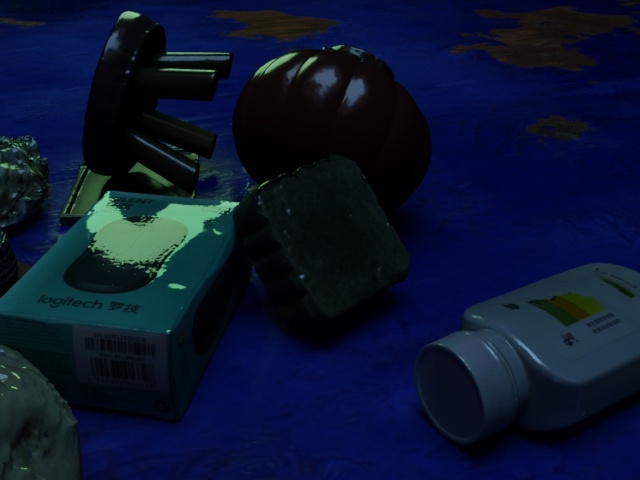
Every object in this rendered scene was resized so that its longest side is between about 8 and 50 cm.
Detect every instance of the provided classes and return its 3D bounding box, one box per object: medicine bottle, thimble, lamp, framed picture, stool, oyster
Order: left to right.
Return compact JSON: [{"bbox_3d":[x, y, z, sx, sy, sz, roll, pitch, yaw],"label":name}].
[{"bbox_3d":[-0.444,0.031,1.004,0.095,0.066,0.104,17,31,32],"label":"thimble"},{"bbox_3d":[-0.512,-0.085,1.173,0.199,0.112,0.267,-7,32,-15],"label":"oyster"},{"bbox_3d":[-0.309,-0.099,1.303,0.209,0.019,0.281,-1,28,-5],"label":"framed picture"},{"bbox_3d":[-0.259,-0.217,1.259,0.179,0.272,0.272,15,28,-3],"label":"stool"},{"bbox_3d":[0.016,-0.153,1.162,0.303,0.257,0.303,20,-9,3],"label":"lamp"},{"bbox_3d":[0.246,0.116,0.834,0.296,0.111,0.161,-16,33,-28],"label":"medicine bottle"}]

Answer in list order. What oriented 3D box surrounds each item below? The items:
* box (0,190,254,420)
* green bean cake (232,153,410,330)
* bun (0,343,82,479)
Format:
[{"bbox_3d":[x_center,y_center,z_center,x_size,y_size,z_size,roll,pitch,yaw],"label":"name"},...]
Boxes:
[{"bbox_3d":[-0.214,0.058,0.911,0.205,0.118,0.311,8,29,8],"label":"box"},{"bbox_3d":[0.000,0.000,0.966,0.183,0.185,0.094,-27,1,-40],"label":"green bean cake"},{"bbox_3d":[-0.351,0.184,0.568,0.360,0.210,0.359,1,27,0],"label":"bun"}]
